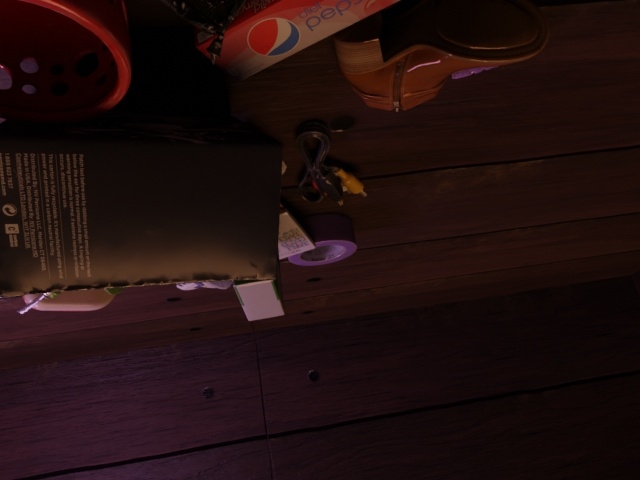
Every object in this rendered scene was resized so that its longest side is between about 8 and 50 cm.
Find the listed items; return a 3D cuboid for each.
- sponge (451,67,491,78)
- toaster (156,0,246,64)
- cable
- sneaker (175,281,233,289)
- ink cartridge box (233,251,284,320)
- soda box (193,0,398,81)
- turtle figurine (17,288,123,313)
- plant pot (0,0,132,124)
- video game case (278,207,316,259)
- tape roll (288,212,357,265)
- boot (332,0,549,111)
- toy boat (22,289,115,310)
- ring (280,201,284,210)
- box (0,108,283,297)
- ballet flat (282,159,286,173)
[{"bbox_3d":[0.239,-0.320,0.772,0.117,0.031,0.210,-15,160,15],"label":"sponge"},{"bbox_3d":[-0.125,-0.297,0.480,0.186,0.110,0.168,-51,146,12],"label":"toaster"},{"bbox_3d":[-0.004,-0.158,1.095,0.139,0.072,0.287,1,152,22],"label":"cable"},{"bbox_3d":[-0.297,0.070,1.282,0.182,0.127,0.315,-12,174,12],"label":"sneaker"},{"bbox_3d":[-0.141,0.050,1.186,0.087,0.208,0.153,-10,143,1],"label":"ink cartridge box"},{"bbox_3d":[-0.025,-0.296,0.638,0.263,0.083,0.092,-19,158,23],"label":"soda box"},{"bbox_3d":[-0.424,0.018,0.980,0.266,0.275,0.198,18,-153,28],"label":"turtle figurine"},{"bbox_3d":[-0.292,-0.240,0.529,0.191,0.174,0.191,-9,160,-3],"label":"plant pot"},{"bbox_3d":[-0.109,-0.008,1.298,0.143,0.019,0.157,-18,139,20],"label":"video game case"},{"bbox_3d":[0.000,0.000,1.437,0.189,0.080,0.189,-10,160,-4],"label":"tape roll"},{"bbox_3d":[0.165,-0.250,0.762,0.283,0.109,0.220,-1,169,16],"label":"boot"},{"bbox_3d":[-0.642,0.098,1.356,0.231,0.151,0.151,7,-176,-37],"label":"toy boat"},{"bbox_3d":[-0.251,-0.053,1.249,0.336,0.032,0.336,-9,160,-3],"label":"ring"},{"bbox_3d":[-0.248,-0.079,0.733,0.312,0.179,0.343,-2,-161,-21],"label":"box"},{"bbox_3d":[-0.122,-0.129,1.024,0.096,0.095,0.280,-18,160,-18],"label":"ballet flat"}]
